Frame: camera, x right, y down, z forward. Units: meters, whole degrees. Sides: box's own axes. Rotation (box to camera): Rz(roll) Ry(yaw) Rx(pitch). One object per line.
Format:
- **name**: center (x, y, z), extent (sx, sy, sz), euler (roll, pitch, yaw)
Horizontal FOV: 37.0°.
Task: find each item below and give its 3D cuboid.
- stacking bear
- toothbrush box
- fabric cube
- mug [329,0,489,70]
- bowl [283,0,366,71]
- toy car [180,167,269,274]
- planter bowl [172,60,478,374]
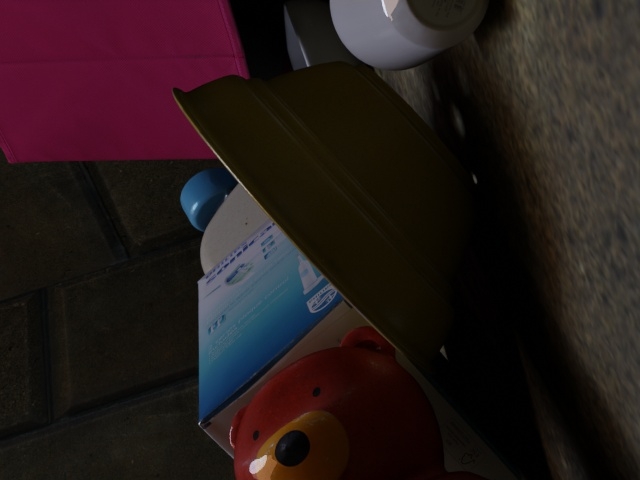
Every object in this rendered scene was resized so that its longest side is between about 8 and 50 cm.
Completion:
- **stacking bear**: center (0.053, 0.182, 0.461), extent (0.289, 0.175, 0.164), euler (59, -163, 23)
- **toothbrush box**: center (0.023, 0.106, 0.713), extent (0.216, 0.126, 0.295), euler (48, -175, -16)
- **fabric cube**: center (-0.170, -0.243, 0.854), extent (0.259, 0.258, 0.254), euler (77, -162, -51)
- **mug**: center (0.039, -0.112, 0.410), extent (0.078, 0.062, 0.064), euler (66, 171, -14)
- **bowl**: center (0.012, -0.134, 0.831), extent (0.142, 0.053, 0.142), euler (82, 169, -79)
- **toy car**: center (0.000, 0.000, 1.107), extent (0.238, 0.210, 0.219), euler (27, -158, -53)
- **planter bowl**: center (0.024, -0.034, 0.540), extent (0.217, 0.090, 0.217), euler (48, -176, -5)
